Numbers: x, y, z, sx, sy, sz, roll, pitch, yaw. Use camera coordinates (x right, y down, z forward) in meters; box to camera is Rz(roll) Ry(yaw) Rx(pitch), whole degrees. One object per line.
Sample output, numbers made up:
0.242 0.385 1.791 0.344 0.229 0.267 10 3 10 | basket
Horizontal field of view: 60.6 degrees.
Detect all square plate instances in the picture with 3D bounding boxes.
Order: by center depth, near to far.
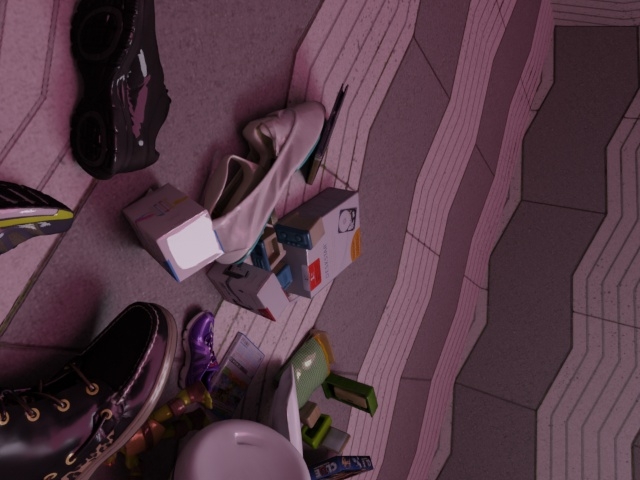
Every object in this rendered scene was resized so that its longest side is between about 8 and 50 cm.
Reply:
-0.066 0.470 1.167 0.347 0.050 0.343 174 -89 -89 | square plate

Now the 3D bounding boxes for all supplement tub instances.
-0.178 0.500 0.954 0.235 0.235 0.324 -17 141 -55 | supplement tub

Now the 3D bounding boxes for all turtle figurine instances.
-0.298 0.343 0.954 0.218 0.087 0.269 -15 109 -36 | turtle figurine

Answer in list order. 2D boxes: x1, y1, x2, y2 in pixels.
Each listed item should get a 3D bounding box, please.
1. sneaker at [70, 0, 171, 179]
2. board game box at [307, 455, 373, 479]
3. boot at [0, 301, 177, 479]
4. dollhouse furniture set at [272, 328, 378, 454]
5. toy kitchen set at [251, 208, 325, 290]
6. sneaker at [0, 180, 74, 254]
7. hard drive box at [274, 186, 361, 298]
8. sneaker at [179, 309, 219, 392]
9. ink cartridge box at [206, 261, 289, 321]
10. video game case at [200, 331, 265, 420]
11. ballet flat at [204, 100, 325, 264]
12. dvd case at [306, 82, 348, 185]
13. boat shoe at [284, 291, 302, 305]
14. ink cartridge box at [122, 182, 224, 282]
-0.272 -0.231 0.775 0.130 0.109 0.286 -20 128 -61 | sneaker
0.031 0.657 1.555 0.243 0.165 0.042 37 31 -57 | board game box
-0.381 0.207 0.707 0.377 0.138 0.284 -53 143 -10 | boot
0.022 0.404 1.437 0.197 0.152 0.301 -51 141 -35 | dollhouse furniture set
-0.075 0.051 1.124 0.122 0.166 0.207 -47 138 -40 | toy kitchen set
-0.428 0.009 0.619 0.300 0.111 0.121 -21 129 -48 | sneaker
0.000 0.000 1.302 0.232 0.089 0.180 -38 132 -45 | hard drive box
-0.219 0.216 1.051 0.068 0.071 0.169 -9 109 -57 | sneaker
-0.141 0.092 1.066 0.056 0.135 0.099 -55 143 -26 | ink cartridge box
-0.188 0.297 1.187 0.166 0.015 0.119 -61 147 -24 | video game case
-0.115 -0.145 1.040 0.400 0.139 0.139 -62 146 -20 | ballet flat
0.013 -0.222 1.187 0.221 0.018 0.164 121 -10 -80 | dvd case
-0.072 0.131 1.298 0.100 0.035 0.035 -27 97 -47 | boat shoe
-0.238 -0.018 0.872 0.090 0.143 0.092 -36 134 -24 | ink cartridge box
